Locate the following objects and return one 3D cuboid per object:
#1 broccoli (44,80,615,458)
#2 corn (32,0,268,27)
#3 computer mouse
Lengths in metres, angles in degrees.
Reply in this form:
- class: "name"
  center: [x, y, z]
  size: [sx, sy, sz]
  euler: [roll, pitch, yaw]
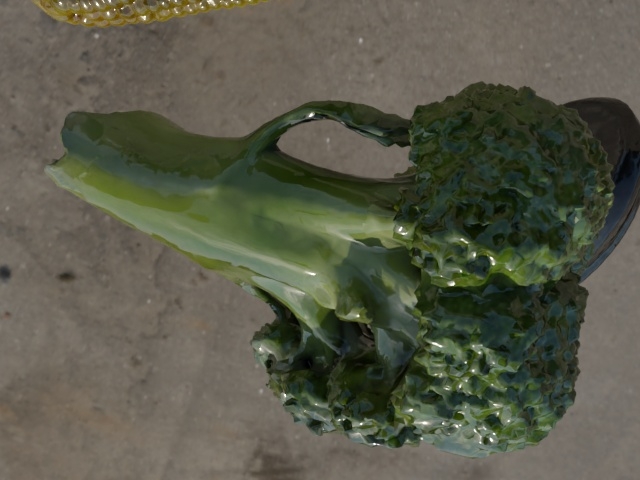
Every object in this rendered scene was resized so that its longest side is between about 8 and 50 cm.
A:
- class: "broccoli"
  center: [0.029, 0.011, 0.585]
  size: [0.302, 0.186, 0.254]
  euler: [14, 136, 34]
- class: "corn"
  center: [-0.030, -0.147, 0.433]
  size: [0.230, 0.080, 0.080]
  euler: [-6, 132, 9]
- class: "computer mouse"
  center: [0.176, -0.010, 0.809]
  size: [0.086, 0.138, 0.269]
  euler: [24, 129, -37]
